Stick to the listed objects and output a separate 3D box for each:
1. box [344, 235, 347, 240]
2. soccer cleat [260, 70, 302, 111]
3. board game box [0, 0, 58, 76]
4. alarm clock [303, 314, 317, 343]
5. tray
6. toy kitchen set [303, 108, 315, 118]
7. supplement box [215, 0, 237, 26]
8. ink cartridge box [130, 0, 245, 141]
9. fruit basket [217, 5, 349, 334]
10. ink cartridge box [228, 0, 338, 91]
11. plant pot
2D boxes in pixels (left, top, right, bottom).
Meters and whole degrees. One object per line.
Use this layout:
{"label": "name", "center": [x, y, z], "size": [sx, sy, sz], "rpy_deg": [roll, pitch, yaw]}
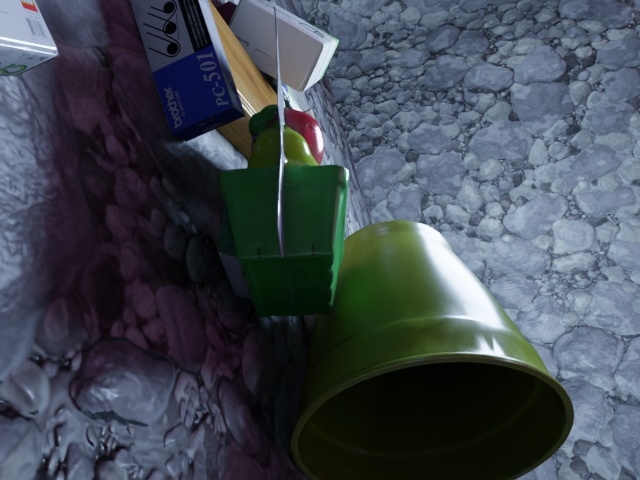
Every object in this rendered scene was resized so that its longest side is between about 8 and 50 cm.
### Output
{"label": "box", "center": [0.000, 0.000, 1.127], "size": [0.307, 0.077, 0.242], "rpy_deg": [-66, 134, -73]}
{"label": "soccer cleat", "center": [-0.090, -0.335, 1.236], "size": [0.289, 0.094, 0.121], "rpy_deg": [55, 17, -50]}
{"label": "board game box", "center": [-0.282, -0.191, 0.229], "size": [0.305, 0.053, 0.192], "rpy_deg": [-64, 133, -74]}
{"label": "alarm clock", "center": [0.007, 0.154, 0.931], "size": [0.192, 0.064, 0.129], "rpy_deg": [54, 27, -35]}
{"label": "tray", "center": [-0.150, -0.274, 0.913], "size": [0.411, 0.076, 0.202], "rpy_deg": [43, 30, -67]}
{"label": "toy kitchen set", "center": [-0.050, -0.386, 1.534], "size": [0.083, 0.075, 0.068], "rpy_deg": [-84, 153, -56]}
{"label": "supplement box", "center": [-0.206, -0.496, 1.070], "size": [0.083, 0.055, 0.043], "rpy_deg": [-77, 144, -70]}
{"label": "ink cartridge box", "center": [-0.184, -0.253, 0.664], "size": [0.046, 0.097, 0.206], "rpy_deg": [9, 62, -77]}
{"label": "fruit basket", "center": [-0.059, -0.080, 0.683], "size": [0.327, 0.166, 0.352], "rpy_deg": [89, -9, -61]}
{"label": "ink cartridge box", "center": [-0.081, -0.454, 1.107], "size": [0.199, 0.114, 0.272], "rpy_deg": [28, 25, -5]}
{"label": "plant pot", "center": [0.139, 0.159, 0.767], "size": [0.352, 0.367, 0.366], "rpy_deg": [-93, 159, -51]}
